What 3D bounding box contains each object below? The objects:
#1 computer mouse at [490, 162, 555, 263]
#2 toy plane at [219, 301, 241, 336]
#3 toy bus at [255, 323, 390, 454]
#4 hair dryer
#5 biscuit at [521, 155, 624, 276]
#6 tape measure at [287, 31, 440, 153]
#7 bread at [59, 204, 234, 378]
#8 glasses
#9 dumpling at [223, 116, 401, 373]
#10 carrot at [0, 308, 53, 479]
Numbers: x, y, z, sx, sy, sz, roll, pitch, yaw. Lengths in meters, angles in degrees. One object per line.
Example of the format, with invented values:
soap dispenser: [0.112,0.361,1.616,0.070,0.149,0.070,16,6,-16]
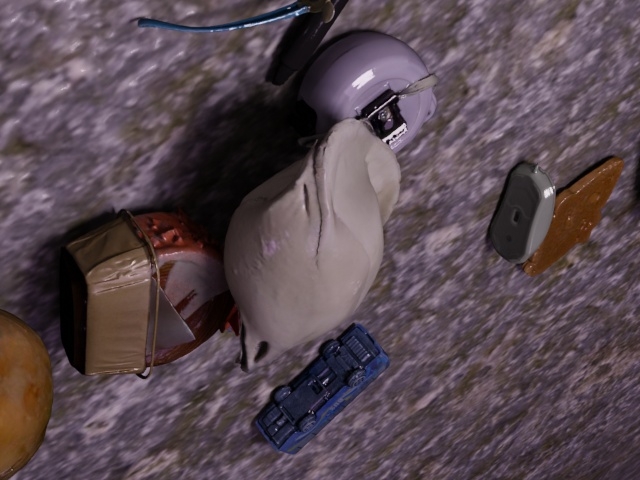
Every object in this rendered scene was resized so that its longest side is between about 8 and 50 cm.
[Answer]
computer mouse: [0.327,-0.050,1.680,0.056,0.089,0.181,-20,135,-38]
toy plane: [-0.098,0.050,1.454,0.130,0.061,0.189,20,108,-46]
toy bus: [0.006,0.239,1.704,0.236,0.079,0.094,-43,157,3]
hair dryer: [0.026,-0.275,1.250,0.114,0.070,0.248,11,123,-43]
biscuit: [0.426,-0.042,1.803,0.250,0.035,0.162,-51,145,14]
tape measure: [0.056,-0.166,1.340,0.196,0.105,0.178,-42,140,4]
bread: [-0.213,0.069,1.316,0.212,0.142,0.224,-12,133,-28]
glasses: [-0.097,-0.317,1.135,0.221,0.088,0.189,-9,135,-6]
dumpling: [0.000,-0.003,1.300,0.260,0.181,0.341,-33,128,-47]
carrot: [-0.472,0.169,1.147,0.341,0.224,0.224,8,121,-35]
